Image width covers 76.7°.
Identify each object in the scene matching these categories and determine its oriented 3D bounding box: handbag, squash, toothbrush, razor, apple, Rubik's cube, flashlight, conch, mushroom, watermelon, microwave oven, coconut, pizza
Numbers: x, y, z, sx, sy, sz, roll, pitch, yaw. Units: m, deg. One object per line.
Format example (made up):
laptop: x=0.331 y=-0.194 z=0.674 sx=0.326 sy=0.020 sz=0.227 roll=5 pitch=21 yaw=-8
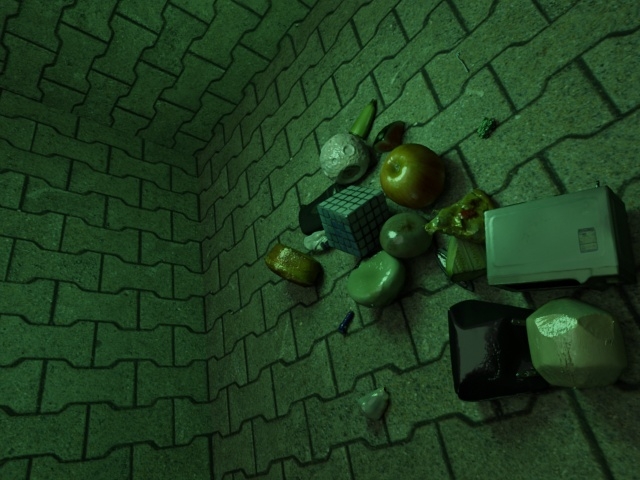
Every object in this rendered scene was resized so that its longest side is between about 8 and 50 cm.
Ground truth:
handbag: x=0.592 y=0.366 z=1.362 sx=0.288 sy=0.152 sz=0.342 roll=-10 pitch=74 yaw=35
squash: x=0.236 y=-0.647 z=2.140 sx=0.094 sy=0.094 sz=0.224 roll=27 pitch=93 yaw=50
toothbrush: x=0.623 y=-0.781 z=1.779 sx=0.013 sy=0.011 sz=0.131 roll=122 pitch=141 yaw=-51
razor: x=0.020 y=-0.166 z=2.205 sx=0.349 sy=0.113 sz=0.204 roll=-31 pitch=55 yaw=42
apple: x=0.389 y=-0.276 z=1.720 sx=0.286 sy=0.233 sz=0.286 roll=-20 pitch=63 yaw=46
Rubik's cube: x=0.163 y=-0.095 z=1.860 sx=0.237 sy=0.238 sz=0.237 roll=19 pitch=137 yaw=51
flashlight: x=0.126 y=0.395 z=1.972 sx=0.121 sy=0.035 sz=0.057 roll=-59 pitch=18 yaw=12
conch: x=0.231 y=0.701 z=1.737 sx=0.176 sy=0.094 sz=0.104 roll=-36 pitch=34 yaw=3
mushroom: x=0.366 y=-0.014 z=1.718 sx=0.226 sy=0.178 sz=0.226 roll=-18 pitch=34 yaw=13
squash: x=0.520 y=0.013 z=1.546 sx=0.111 sy=0.203 sz=0.288 roll=106 pitch=152 yaw=-58
watermelon: x=0.331 y=-0.513 z=1.962 sx=0.193 sy=0.137 sz=0.145 roll=77 pitch=-157 yaw=-85
microwave oven: x=0.727 y=0.016 z=1.250 sx=0.355 sy=0.218 sz=0.286 roll=-14 pitch=66 yaw=47
coconut: x=0.721 y=0.281 z=1.154 sx=0.245 sy=0.245 sz=0.247 roll=-16 pitch=74 yaw=46
pizza: x=0.524 y=-0.070 z=1.494 sx=0.075 sy=0.288 sz=0.280 roll=85 pitch=170 yaw=-54

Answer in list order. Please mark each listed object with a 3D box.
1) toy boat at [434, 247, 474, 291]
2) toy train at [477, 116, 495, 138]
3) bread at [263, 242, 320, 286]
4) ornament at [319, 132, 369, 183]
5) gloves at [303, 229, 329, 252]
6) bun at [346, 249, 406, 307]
toy boat: x=0.523 y=0.115 z=1.593 sx=0.080 sy=0.046 sz=0.229 roll=-51 pitch=44 yaw=22
toy train: x=0.659 y=-0.448 z=1.616 sx=0.083 sy=0.033 sz=0.053 roll=-59 pitch=37 yaw=19
bread: x=-0.142 y=0.134 z=2.176 sx=0.312 sy=0.312 sz=0.172 roll=30 pitch=92 yaw=49
ornament: x=0.118 y=-0.421 z=2.066 sx=0.259 sy=0.259 sz=0.225 roll=-41 pitch=56 yaw=34
gloves: x=0.002 y=0.000 z=2.189 sx=0.229 sy=0.097 sz=0.119 roll=-12 pitch=82 yaw=49
bun: x=0.265 y=0.182 z=1.782 sx=0.283 sy=0.179 sz=0.283 roll=-33 pitch=35 yaw=28
